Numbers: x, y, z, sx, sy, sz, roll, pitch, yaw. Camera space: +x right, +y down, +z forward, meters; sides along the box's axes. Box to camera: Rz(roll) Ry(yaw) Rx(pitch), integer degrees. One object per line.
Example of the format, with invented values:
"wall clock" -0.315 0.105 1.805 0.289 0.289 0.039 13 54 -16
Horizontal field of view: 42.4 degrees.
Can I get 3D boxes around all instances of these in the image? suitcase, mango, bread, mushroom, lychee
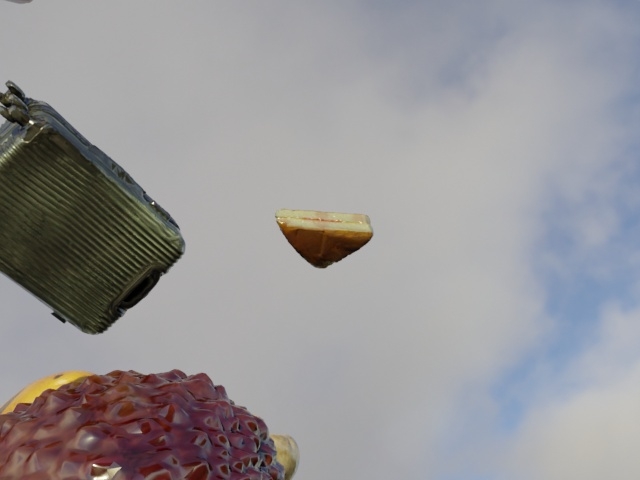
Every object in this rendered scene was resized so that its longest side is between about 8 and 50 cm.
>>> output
"suitcase" -0.336 -0.034 1.063 0.202 0.128 0.312 -44 -57 1
"mango" -0.462 0.315 1.383 0.290 0.160 0.191 -39 1 31
"bread" 0.000 0.000 0.902 0.109 0.043 0.062 7 -58 -10
"mushroom" -0.115 0.347 1.328 0.166 0.127 0.166 6 -20 2
"lychee" -0.119 0.221 0.514 0.304 0.276 0.276 -13 -41 -7

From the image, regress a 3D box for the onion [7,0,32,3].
"onion" -0.443 -0.471 0.956 0.348 0.348 0.385 -44 -32 17
